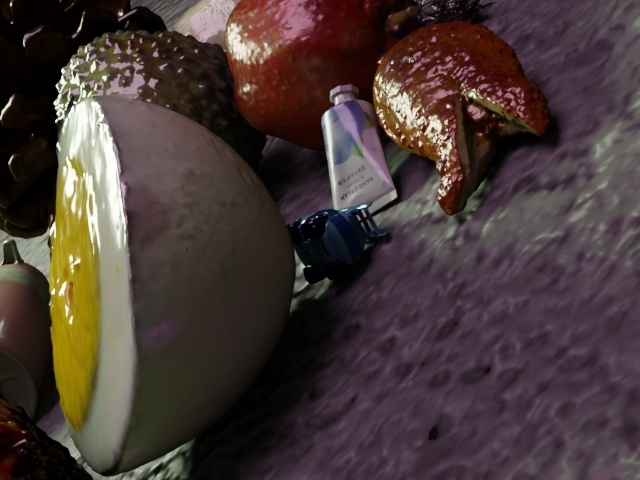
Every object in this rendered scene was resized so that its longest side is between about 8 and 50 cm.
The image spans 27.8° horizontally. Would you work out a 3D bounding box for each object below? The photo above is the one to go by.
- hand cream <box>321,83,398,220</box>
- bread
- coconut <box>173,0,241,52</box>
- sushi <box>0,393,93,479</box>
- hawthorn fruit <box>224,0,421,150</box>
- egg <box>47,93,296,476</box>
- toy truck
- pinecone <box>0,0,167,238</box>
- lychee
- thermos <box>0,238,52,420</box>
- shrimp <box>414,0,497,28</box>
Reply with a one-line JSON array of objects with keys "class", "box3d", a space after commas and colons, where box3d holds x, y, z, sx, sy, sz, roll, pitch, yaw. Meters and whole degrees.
[{"class": "hand cream", "box3d": [0.033, -0.087, 1.259, 0.084, 0.053, 0.142, -32, 55, 40]}, {"class": "bread", "box3d": [0.119, -0.129, 1.170, 0.139, 0.095, 0.269, -47, 22, 11]}, {"class": "coconut", "box3d": [-0.128, -0.265, 1.810, 0.162, 0.161, 0.161, -43, 20, 12]}, {"class": "sushi", "box3d": [-0.314, 0.243, 1.158, 0.196, 0.182, 0.343, -55, 19, -8]}, {"class": "hawthorn fruit", "box3d": [0.020, -0.203, 1.367, 0.253, 0.205, 0.205, -7, 41, 45]}, {"class": "egg", "box3d": [-0.121, 0.030, 1.135, 0.201, 0.337, 0.337, -4, 7, -22]}, {"class": "toy truck", "box3d": [0.000, 0.000, 1.201, 0.074, 0.063, 0.136, -33, 11, -29]}, {"class": "pinecone", "box3d": [-0.371, -0.185, 1.790, 0.397, 0.398, 0.398, -38, 21, 18]}, {"class": "lychee", "box3d": [-0.183, -0.119, 1.497, 0.255, 0.274, 0.255, -59, 1, 2]}, {"class": "thermos", "box3d": [-0.409, 0.113, 1.595, 0.146, 0.176, 0.265, -48, 19, 20]}, {"class": "shrimp", "box3d": [0.122, -0.250, 1.437, 0.073, 0.075, 0.190, -20, 13, -40]}]
